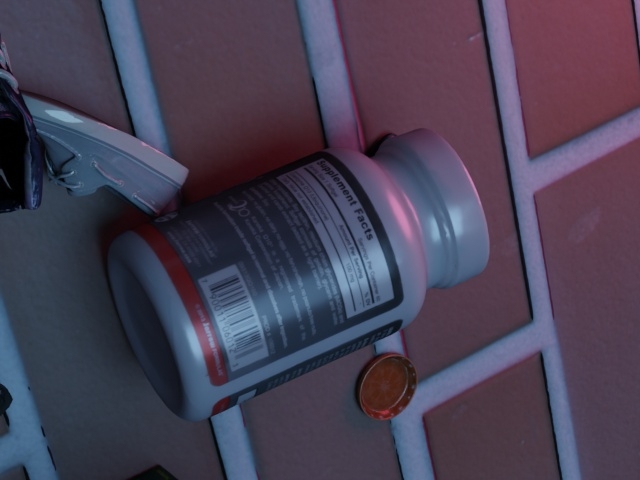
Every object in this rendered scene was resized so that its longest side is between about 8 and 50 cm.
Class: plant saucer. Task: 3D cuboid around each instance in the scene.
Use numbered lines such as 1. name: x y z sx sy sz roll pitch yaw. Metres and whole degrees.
1. plant saucer: 0.078 0.172 2.233 0.083 0.013 0.084 -12 113 -30

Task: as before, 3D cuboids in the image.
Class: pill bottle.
1. pill bottle: -0.020 0.027 1.966 0.363 0.210 0.210 -23 119 -19

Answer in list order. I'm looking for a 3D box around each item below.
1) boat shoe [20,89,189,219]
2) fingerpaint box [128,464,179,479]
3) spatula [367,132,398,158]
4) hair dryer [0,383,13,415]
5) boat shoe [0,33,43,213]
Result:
1. boat shoe: -0.228 -0.079 1.883 0.227 0.079 0.081 27 89 -44
2. fingerpaint box: -0.200 0.435 1.868 0.371 0.445 0.163 -23 118 -26
3. spatula: 0.000 0.000 2.104 0.296 0.030 0.084 -52 128 -8
4. hair dryer: -0.468 0.191 1.845 0.223 0.080 0.293 44 75 -21
5. boat shoe: -0.327 -0.177 1.730 0.127 0.158 0.341 -22 119 -26
